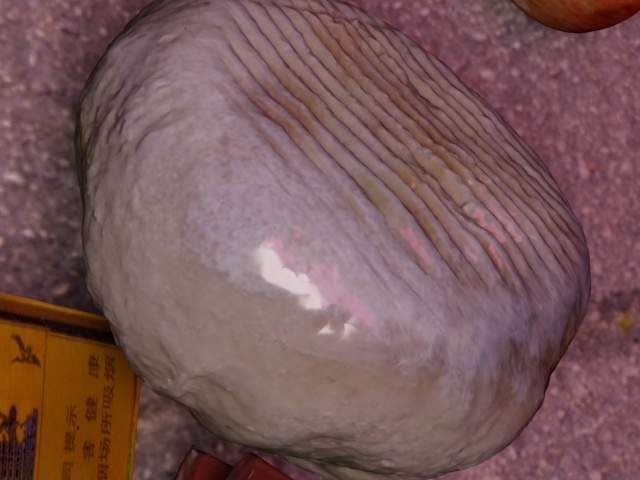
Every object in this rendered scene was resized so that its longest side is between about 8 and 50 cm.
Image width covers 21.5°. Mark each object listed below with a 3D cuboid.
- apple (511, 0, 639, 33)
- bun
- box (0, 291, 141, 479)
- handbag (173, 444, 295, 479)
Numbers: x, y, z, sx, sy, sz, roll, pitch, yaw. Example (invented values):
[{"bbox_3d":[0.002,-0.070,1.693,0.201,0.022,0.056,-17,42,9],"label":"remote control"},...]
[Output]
[{"bbox_3d":[0.189,-0.226,1.231,0.131,0.146,0.146,47,67,-16],"label":"apple"},{"bbox_3d":[0.000,0.000,1.048,0.362,0.211,0.362,26,33,-19],"label":"bun"},{"bbox_3d":[-0.198,0.126,0.933,0.084,0.301,0.192,1,82,17],"label":"box"},{"bbox_3d":[-0.034,0.294,1.062,0.275,0.084,0.260,41,69,-39],"label":"handbag"}]
